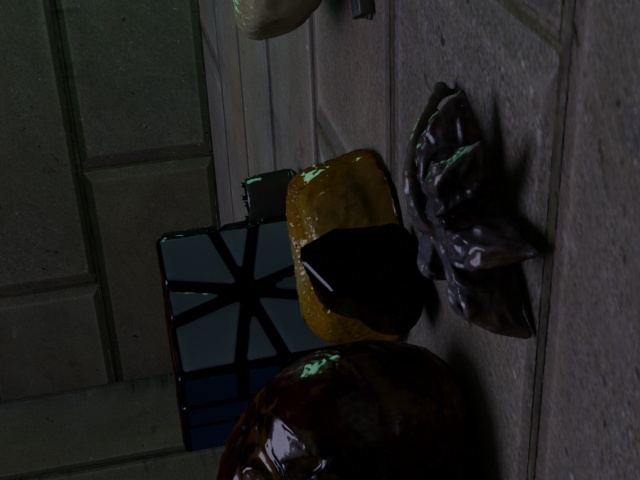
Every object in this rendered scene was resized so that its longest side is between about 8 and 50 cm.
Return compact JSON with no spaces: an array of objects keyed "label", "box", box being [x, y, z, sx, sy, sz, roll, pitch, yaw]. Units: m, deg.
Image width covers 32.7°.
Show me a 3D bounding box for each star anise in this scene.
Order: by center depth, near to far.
[{"label":"star anise","box":[0.115,-0.032,0.944,0.230,0.081,0.262,77,177,-63]}]

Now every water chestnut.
[{"label":"water chestnut","box":[0.034,0.232,1.140,0.244,0.289,0.289,-96,1,-69]}]

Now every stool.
[{"label":"stool","box":[-0.085,-0.078,1.955,0.096,0.110,0.096,171,90,-84]}]

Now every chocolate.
[{"label":"chocolate","box":[0.054,0.043,1.233,0.080,0.149,0.125,92,-157,-48]}]

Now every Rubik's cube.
[{"label":"Rubik's cube","box":[-0.114,0.151,1.815,0.283,0.289,0.293,95,161,-58]}]

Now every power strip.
[{"label":"power strip","box":[0.042,-0.326,1.280,0.051,0.019,0.136,-148,50,-80]}]

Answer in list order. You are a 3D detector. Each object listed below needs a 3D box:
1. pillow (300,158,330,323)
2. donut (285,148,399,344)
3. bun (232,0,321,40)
[{"label":"pillow","box":[0.000,0.000,1.582,0.131,0.038,0.232,-36,-51,-52]},{"label":"donut","box":[0.025,0.016,1.404,0.277,0.109,0.277,171,90,-81]},{"label":"bun","box":[-0.051,-0.377,1.445,0.220,0.134,0.220,179,90,-80]}]
